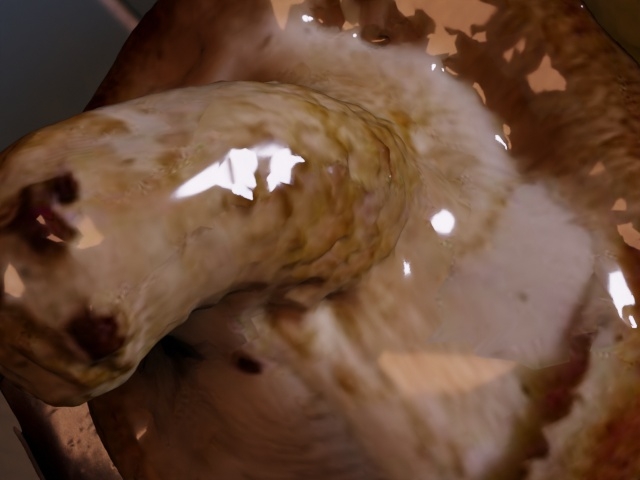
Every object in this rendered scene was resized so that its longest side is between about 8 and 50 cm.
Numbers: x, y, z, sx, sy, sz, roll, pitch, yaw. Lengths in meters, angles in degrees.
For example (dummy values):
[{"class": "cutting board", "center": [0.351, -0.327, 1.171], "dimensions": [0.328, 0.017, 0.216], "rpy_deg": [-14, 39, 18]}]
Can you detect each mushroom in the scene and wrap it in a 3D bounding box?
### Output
[{"class": "mushroom", "center": [0.017, 0.014, 0.518], "dimensions": [0.267, 0.254, 0.267], "rpy_deg": [0, 109, -1]}]

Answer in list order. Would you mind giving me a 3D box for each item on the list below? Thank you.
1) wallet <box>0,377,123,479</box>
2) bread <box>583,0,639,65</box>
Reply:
[{"class": "wallet", "center": [-0.078, 0.095, 0.709], "dimensions": [0.137, 0.031, 0.255], "rpy_deg": [-32, 78, 3]}, {"class": "bread", "center": [0.252, -0.133, 0.559], "dimensions": [0.320, 0.320, 0.237], "rpy_deg": [40, 65, 12]}]
